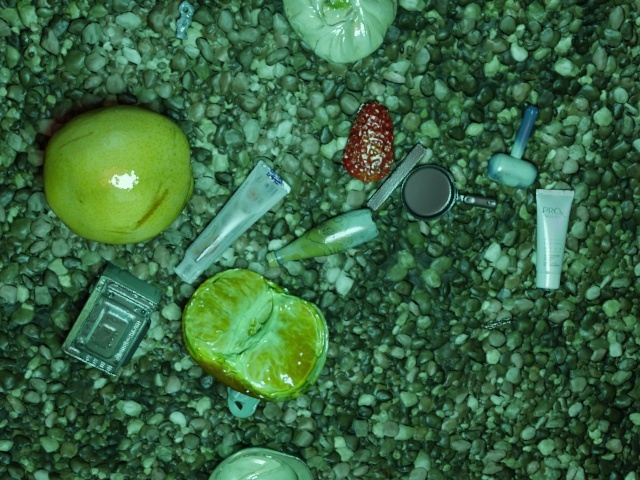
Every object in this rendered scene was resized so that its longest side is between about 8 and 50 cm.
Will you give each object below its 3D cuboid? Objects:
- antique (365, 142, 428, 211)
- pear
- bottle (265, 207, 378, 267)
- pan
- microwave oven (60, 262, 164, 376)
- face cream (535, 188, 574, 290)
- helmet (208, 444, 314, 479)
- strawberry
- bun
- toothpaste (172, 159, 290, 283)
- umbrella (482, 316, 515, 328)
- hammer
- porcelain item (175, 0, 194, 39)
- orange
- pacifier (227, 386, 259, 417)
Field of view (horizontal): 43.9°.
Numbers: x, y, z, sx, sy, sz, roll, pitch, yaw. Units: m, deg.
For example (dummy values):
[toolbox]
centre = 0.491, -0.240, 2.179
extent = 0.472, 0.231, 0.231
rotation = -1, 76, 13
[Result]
[antique]
centre = 0.179, -0.150, 1.870
extent = 0.031, 0.015, 0.192
rotation = 40, 95, -11
[pear]
centre = -0.423, -0.138, 1.682
extent = 0.314, 0.314, 0.315
rotation = -1, 102, -5
[bottle]
centre = 0.000, 0.000, 1.853
extent = 0.269, 0.083, 0.083
rotation = -20, 103, 3
[pan]
centre = 0.304, -0.105, 1.885
extent = 0.235, 0.028, 0.136
rotation = 10, 102, -4
[microwave oven]
centre = -0.478, 0.183, 1.822
extent = 0.163, 0.129, 0.205
rotation = 29, 99, -10
[face cream]
centre = 0.560, -0.001, 1.922
extent = 0.092, 0.058, 0.244
rotation = 2, 96, -1
[helmet]
centre = -0.140, 0.574, 1.932
extent = 0.257, 0.137, 0.204
rotation = -3, 103, 2
[strawberry]
centre = 0.111, -0.223, 1.816
extent = 0.121, 0.082, 0.188
rotation = 2, 105, -3
[bun]
centre = 0.048, -0.513, 1.708
extent = 0.259, 0.160, 0.259
rotation = -1, 99, -7
[toothpaste]
centre = -0.212, -0.036, 1.836
extent = 0.100, 0.066, 0.323
rotation = 44, 91, -8
[umbrella]
centre = 0.443, 0.209, 1.972
extent = 0.083, 0.020, 0.031
rotation = -14, 142, -2
[hammer]
centre = 0.470, -0.222, 1.860
extent = 0.116, 0.069, 0.194
rotation = 18, 95, -8
[porcelain item]
centre = -0.299, -0.485, 1.745
extent = 0.036, 0.028, 0.083
rotation = 9, 100, -5
[orange]
centre = -0.143, 0.220, 1.812
extent = 0.334, 0.196, 0.263
rotation = 22, 75, 12
[pacifier]
centre = -0.157, 0.359, 1.918
extent = 0.116, 0.126, 0.150
rotation = 32, 92, -48
